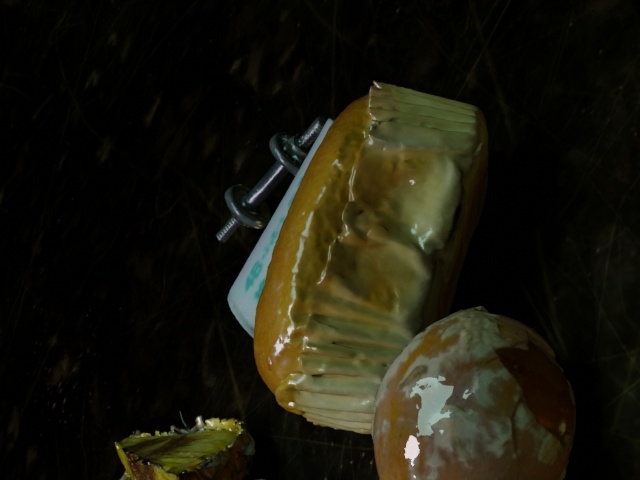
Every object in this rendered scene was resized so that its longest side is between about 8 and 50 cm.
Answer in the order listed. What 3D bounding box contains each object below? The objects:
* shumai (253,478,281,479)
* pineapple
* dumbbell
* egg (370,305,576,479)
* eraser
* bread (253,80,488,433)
[{"bbox_3d":[-0.074,0.345,1.353,0.206,0.176,0.166,7,75,54],"label":"shumai"},{"bbox_3d":[-0.160,0.322,1.566,0.334,0.158,0.161,-12,101,60],"label":"pineapple"},{"bbox_3d":[-0.072,-0.085,1.731,0.254,0.082,0.081,-48,36,27],"label":"dumbbell"},{"bbox_3d":[0.143,0.180,1.131,0.195,0.195,0.233,-12,55,53],"label":"egg"},{"bbox_3d":[0.000,0.000,1.548,0.290,0.104,0.189,-60,28,7],"label":"eraser"},{"bbox_3d":[0.060,0.011,1.298,0.183,0.236,0.388,14,70,15],"label":"bread"}]
